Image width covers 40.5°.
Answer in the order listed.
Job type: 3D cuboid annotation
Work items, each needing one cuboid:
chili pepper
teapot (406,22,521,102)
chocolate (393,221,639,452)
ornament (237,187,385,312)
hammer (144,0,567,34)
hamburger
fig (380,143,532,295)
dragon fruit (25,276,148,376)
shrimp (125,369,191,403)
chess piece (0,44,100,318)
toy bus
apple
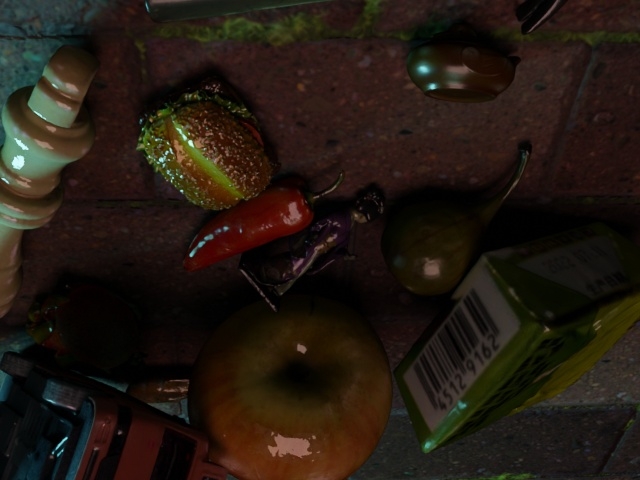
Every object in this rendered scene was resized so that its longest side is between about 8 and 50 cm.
[{"bbox_3d":[-0.082,-0.023,1.091,0.272,0.063,0.071,-26,108,25],"label":"chili pepper"},{"bbox_3d":[0.155,-0.192,0.930,0.129,0.078,0.098,5,177,-23],"label":"teapot"},{"bbox_3d":[0.272,0.122,1.153,0.288,0.137,0.301,-12,147,-37],"label":"chocolate"},{"bbox_3d":[0.002,0.008,1.115,0.203,0.088,0.081,-28,110,11],"label":"ornament"},{"bbox_3d":[0.045,-0.267,0.857,0.439,0.044,0.168,-6,135,2],"label":"hammer"},{"bbox_3d":[-0.128,-0.097,0.986,0.137,0.087,0.166,-21,134,17],"label":"hamburger"},{"bbox_3d":[0.181,-0.031,1.090,0.236,0.124,0.124,-43,128,9],"label":"fig"},{"bbox_3d":[-0.324,0.114,1.185,0.175,0.142,0.138,1,-170,38],"label":"dragon fruit"},{"bbox_3d":[-0.224,0.240,1.367,0.162,0.045,0.095,-3,137,-5],"label":"shrimp"},{"bbox_3d":[-0.344,-0.060,0.993,0.117,0.117,0.397,22,129,-25],"label":"chess piece"},{"bbox_3d":[-0.317,0.287,1.153,0.233,0.203,0.427,23,169,-31],"label":"toy bus"},{"bbox_3d":[-0.040,0.210,1.195,0.286,0.286,0.233,1,150,-6],"label":"apple"}]
